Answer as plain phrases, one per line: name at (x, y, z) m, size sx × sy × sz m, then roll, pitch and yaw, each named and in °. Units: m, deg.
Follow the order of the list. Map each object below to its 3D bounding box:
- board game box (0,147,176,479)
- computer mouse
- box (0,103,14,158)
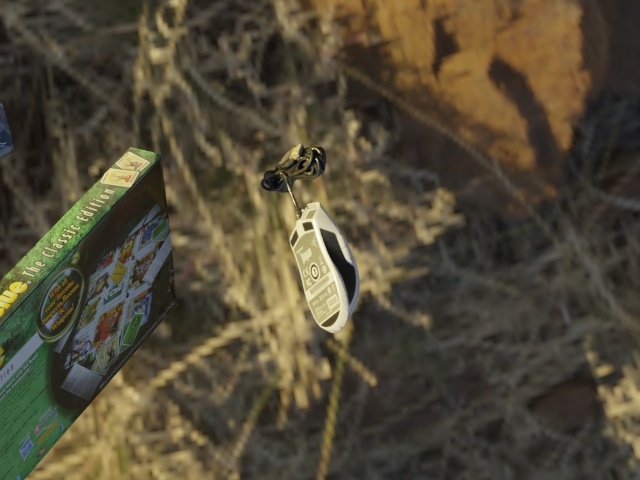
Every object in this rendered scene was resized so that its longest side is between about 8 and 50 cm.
board game box at (-0.173, 0.065, 1.227) m, size 0.030 × 0.259 × 0.136 m, roll 19°, pitch 133°, yaw 20°
computer mouse at (0.000, 0.000, 1.920) m, size 0.042 × 0.193 × 0.106 m, roll -9°, pitch 163°, yaw -32°
box at (-0.440, -0.096, 1.844) m, size 0.183 × 0.233 × 0.059 m, roll -39°, pitch 135°, yaw -36°
